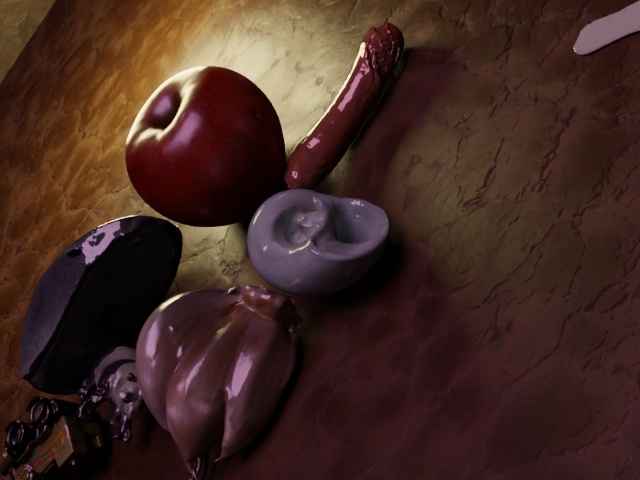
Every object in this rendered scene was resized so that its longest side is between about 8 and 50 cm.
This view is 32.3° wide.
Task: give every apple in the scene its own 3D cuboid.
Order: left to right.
[{"bbox_3d":[-0.176,-0.147,1.768,0.260,0.216,0.260,-32,38,30],"label":"apple"}]

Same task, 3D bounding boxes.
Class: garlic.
[{"bbox_3d":[-0.146,0.180,1.545,0.237,0.210,0.292,36,88,23],"label":"garlic"}]

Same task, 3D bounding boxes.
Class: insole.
[{"bbox_3d":[0.393,-0.275,1.347,0.197,0.004,0.065,-24,45,39],"label":"insole"}]

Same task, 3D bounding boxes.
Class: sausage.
[{"bbox_3d":[0.040,-0.198,1.671,0.078,0.078,0.304,18,74,56],"label":"sausage"}]

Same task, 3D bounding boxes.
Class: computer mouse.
[{"bbox_3d":[-0.373,0.092,1.834,0.374,0.203,0.114,-53,48,12],"label":"computer mouse"}]

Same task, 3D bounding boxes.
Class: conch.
[{"bbox_3d":[0.002,0.003,1.496,0.185,0.121,0.221,-38,36,-8],"label":"conch"}]

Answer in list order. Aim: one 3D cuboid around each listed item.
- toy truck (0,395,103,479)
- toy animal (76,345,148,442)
[{"bbox_3d":[-0.454,0.372,1.763,0.257,0.127,0.127,-44,49,18],"label":"toy truck"},{"bbox_3d":[-0.306,0.230,1.694,0.121,0.094,0.225,-58,13,-2],"label":"toy animal"}]
